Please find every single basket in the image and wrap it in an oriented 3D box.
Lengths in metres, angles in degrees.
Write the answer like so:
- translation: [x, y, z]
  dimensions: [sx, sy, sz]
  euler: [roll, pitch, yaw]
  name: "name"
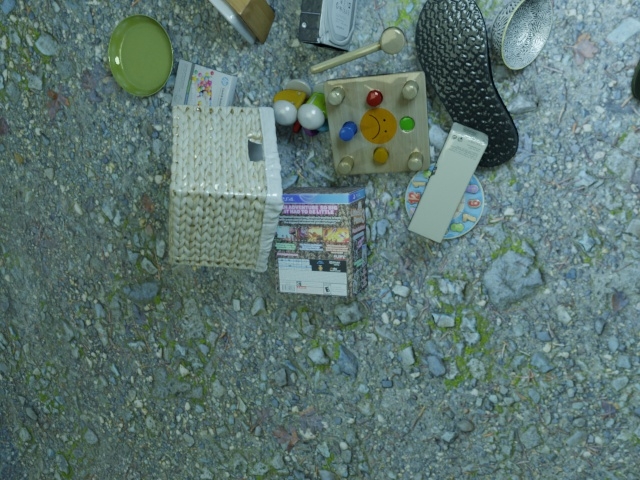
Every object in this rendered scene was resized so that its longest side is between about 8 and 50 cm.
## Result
- translation: [-0.255, -0.136, 1.516]
  dimensions: [0.267, 0.328, 0.331]
  euler: [2, 143, -14]
  name: "basket"

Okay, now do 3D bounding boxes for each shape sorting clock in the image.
- translation: [0.325, -0.104, 1.537]
  dimensions: [0.206, 0.040, 0.206]
  euler: [5, 104, 21]
  name: "shape sorting clock"

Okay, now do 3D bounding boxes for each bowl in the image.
- translation: [0.450, -0.492, 1.353]
  dimensions: [0.080, 0.170, 0.170]
  euler: [40, 117, 41]
  name: "bowl"

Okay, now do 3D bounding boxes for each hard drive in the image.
- translation: [0.034, -0.647, 1.427]
  dimensions: [0.064, 0.237, 0.338]
  euler: [11, 105, 19]
  name: "hard drive"

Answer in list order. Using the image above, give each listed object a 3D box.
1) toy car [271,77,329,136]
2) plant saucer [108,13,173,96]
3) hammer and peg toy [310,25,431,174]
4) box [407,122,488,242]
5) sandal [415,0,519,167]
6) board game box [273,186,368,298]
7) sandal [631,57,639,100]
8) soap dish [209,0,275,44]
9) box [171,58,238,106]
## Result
- translation: [-0.037, -0.347, 1.589]
  dimensions: [0.182, 0.159, 0.136]
  euler: [12, 141, 19]
  name: "toy car"
- translation: [-0.543, -0.565, 1.791]
  dimensions: [0.241, 0.037, 0.240]
  euler: [5, 103, 21]
  name: "plant saucer"
- translation: [0.133, -0.341, 1.463]
  dimensions: [0.266, 0.127, 0.361]
  euler: [-2, 117, 16]
  name: "hammer and peg toy"
- translation: [0.313, -0.142, 1.439]
  dimensions: [0.094, 0.113, 0.275]
  euler: [24, 115, 7]
  name: "box"
- translation: [0.357, -0.395, 1.437]
  dimensions: [0.168, 0.107, 0.445]
  euler: [-16, 108, 23]
  name: "sandal"
- translation: [0.000, 0.000, 1.638]
  dimensions: [0.232, 0.141, 0.290]
  euler: [2, 103, 22]
  name: "board game box"
- translation: [0.765, -0.449, 1.261]
  dimensions: [0.120, 0.086, 0.302]
  euler: [24, 125, 10]
  name: "sandal"
- translation: [-0.255, -0.679, 1.554]
  dimensions: [0.118, 0.229, 0.290]
  euler: [-42, 84, 8]
  name: "soap dish"
- translation: [-0.348, -0.443, 1.739]
  dimensions: [0.186, 0.038, 0.145]
  euler: [22, 110, 15]
  name: "box"
